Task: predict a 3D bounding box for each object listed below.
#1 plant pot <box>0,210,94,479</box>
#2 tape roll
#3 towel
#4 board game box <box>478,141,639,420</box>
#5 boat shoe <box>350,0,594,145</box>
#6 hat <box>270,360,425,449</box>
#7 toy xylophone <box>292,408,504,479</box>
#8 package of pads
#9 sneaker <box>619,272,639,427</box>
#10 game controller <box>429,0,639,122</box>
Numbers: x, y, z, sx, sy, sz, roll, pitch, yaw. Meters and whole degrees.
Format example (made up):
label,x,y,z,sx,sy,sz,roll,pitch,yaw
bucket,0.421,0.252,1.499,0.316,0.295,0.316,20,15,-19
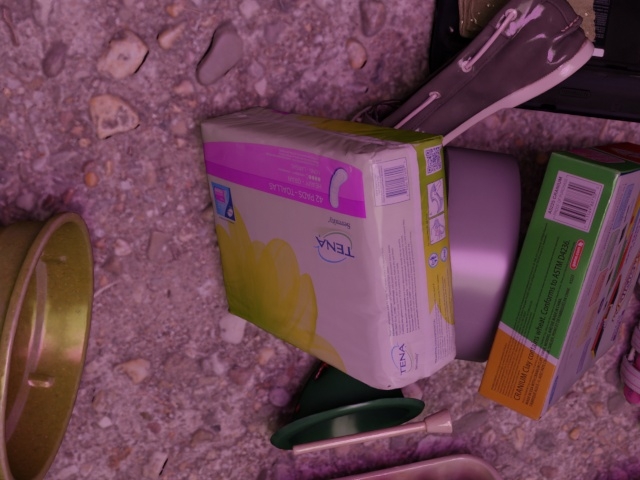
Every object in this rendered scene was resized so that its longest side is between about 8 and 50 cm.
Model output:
label,x,y,z,sx,sy,sz,roll,pitch,yaw
plant pot,-0.385,0.090,0.932,0.253,0.276,0.276,9,106,0
tape roll,0.148,0.014,0.989,0.072,0.219,0.219,8,106,1
towel,0.212,-0.255,0.969,0.148,0.027,0.110,3,92,-8
board game box,0.276,0.025,0.981,0.064,0.316,0.242,21,106,25
boat shoe,0.110,-0.144,0.962,0.335,0.112,0.096,-31,103,29
hat,0.023,0.127,1.106,0.208,0.173,0.184,-22,67,20
toy xylophone,0.073,0.321,1.122,0.322,0.081,0.236,-17,129,0
package of pads,0.000,0.000,0.928,0.101,0.296,0.229,-19,112,-32
sneaker,0.415,0.151,1.138,0.111,0.103,0.252,-22,106,1
game controller,0.278,-0.221,1.030,0.319,0.067,0.167,5,92,-11
